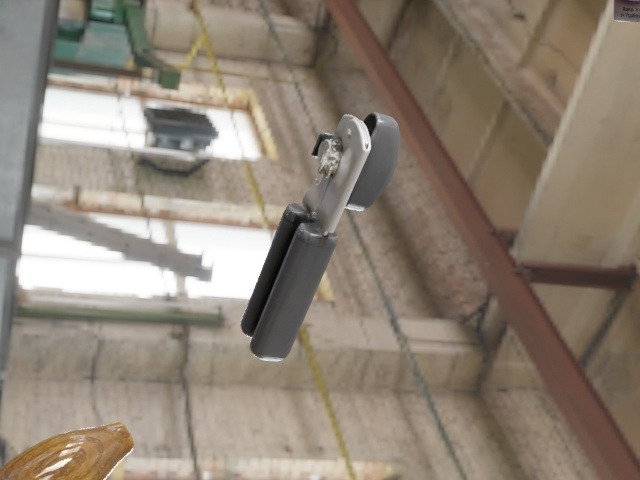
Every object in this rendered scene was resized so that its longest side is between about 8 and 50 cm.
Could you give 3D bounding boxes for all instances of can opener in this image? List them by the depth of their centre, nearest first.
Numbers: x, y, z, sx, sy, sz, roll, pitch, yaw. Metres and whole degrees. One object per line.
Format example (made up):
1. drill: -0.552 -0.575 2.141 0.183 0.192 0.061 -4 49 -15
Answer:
1. can opener: 0.000 0.000 1.236 0.280 0.093 0.074 -63 -150 22

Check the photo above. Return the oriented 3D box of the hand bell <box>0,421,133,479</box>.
1. hand bell: -0.194 0.153 0.609 0.126 0.242 0.126 28 -49 37

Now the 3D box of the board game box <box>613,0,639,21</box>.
1. board game box: 0.314 -0.206 0.610 0.346 0.056 0.208 11 -67 37
